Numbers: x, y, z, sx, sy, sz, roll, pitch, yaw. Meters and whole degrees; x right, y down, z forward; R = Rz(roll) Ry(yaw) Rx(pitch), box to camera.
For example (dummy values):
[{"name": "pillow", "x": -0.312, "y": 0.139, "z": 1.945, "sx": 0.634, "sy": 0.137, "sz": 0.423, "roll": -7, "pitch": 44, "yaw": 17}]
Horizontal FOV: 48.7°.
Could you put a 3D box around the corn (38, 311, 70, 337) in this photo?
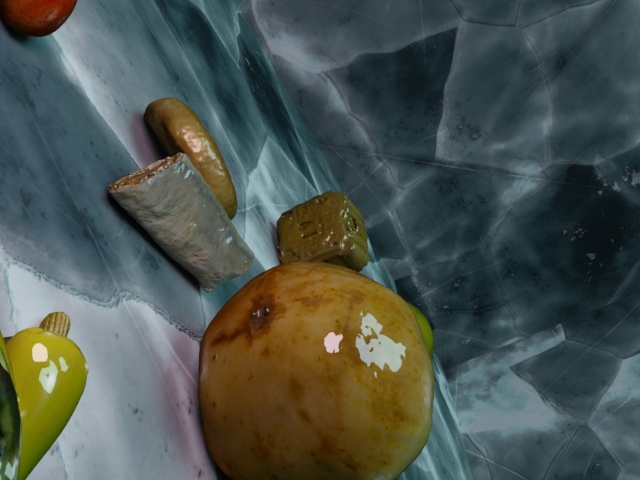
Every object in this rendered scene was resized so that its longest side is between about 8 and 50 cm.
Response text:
[{"name": "corn", "x": -0.308, "y": 0.114, "z": 0.803, "sx": 0.037, "sy": 0.037, "sz": 0.092, "roll": 59, "pitch": 12, "yaw": -27}]

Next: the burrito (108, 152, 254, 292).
[{"name": "burrito", "x": -0.230, "y": -0.039, "z": 1.220, "sx": 0.299, "sy": 0.105, "sz": 0.143, "roll": 55, "pitch": 50, "yaw": -42}]

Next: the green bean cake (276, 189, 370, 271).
[{"name": "green bean cake", "x": 0.000, "y": 0.000, "z": 1.856, "sx": 0.131, "sy": 0.230, "sz": 0.224, "roll": 48, "pitch": 25, "yaw": -49}]

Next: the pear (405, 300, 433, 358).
[{"name": "pear", "x": 0.169, "y": 0.278, "z": 1.921, "sx": 0.294, "sy": 0.294, "sz": 0.294, "roll": 59, "pitch": 14, "yaw": -24}]

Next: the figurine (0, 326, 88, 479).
[{"name": "figurine", "x": -0.271, "y": 0.143, "z": 0.339, "sx": 0.324, "sy": 0.232, "sz": 0.339, "roll": 13, "pitch": 75, "yaw": -44}]

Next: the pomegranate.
[{"name": "pomegranate", "x": 0.010, "y": 0.233, "z": 1.116, "sx": 0.410, "sy": 0.410, "sz": 0.410, "roll": 59, "pitch": 14, "yaw": -24}]

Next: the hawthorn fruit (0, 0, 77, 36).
[{"name": "hawthorn fruit", "x": -0.429, "y": -0.371, "z": 1.059, "sx": 0.128, "sy": 0.128, "sz": 0.128, "roll": 59, "pitch": 14, "yaw": -24}]

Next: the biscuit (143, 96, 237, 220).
[{"name": "biscuit", "x": -0.238, "y": -0.151, "z": 1.366, "sx": 0.274, "sy": 0.091, "sz": 0.213, "roll": 66, "pitch": -17, "yaw": -15}]

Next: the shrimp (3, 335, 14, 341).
[{"name": "shrimp", "x": -0.388, "y": 0.048, "z": 0.490, "sx": 0.446, "sy": 0.110, "sz": 0.221, "roll": 43, "pitch": 16, "yaw": -50}]
